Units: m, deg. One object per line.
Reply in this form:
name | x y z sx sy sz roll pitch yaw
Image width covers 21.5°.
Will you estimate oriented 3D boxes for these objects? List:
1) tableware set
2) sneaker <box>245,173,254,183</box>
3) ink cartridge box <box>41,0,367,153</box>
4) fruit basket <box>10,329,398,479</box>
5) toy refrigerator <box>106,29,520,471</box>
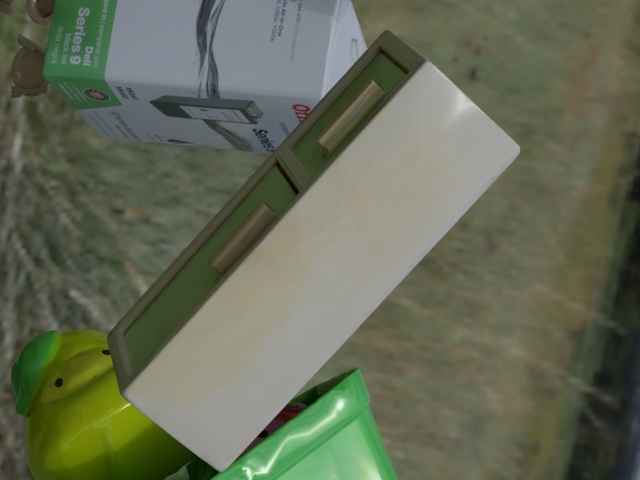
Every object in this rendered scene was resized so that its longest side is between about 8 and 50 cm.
tableware set | -0.366 -0.256 2.014 0.020 0.141 0.169 -4 109 -60
sneaker | 0.000 0.000 1.909 0.091 0.240 0.126 38 -70 54
ink cartridge box | -0.108 -0.177 1.722 0.211 0.289 0.122 55 42 -72
fruit basket | -0.146 0.220 1.561 0.283 0.392 0.392 141 -35 -71
toy refrigerator | -0.012 0.002 1.043 0.269 0.094 0.102 -47 -159 6
